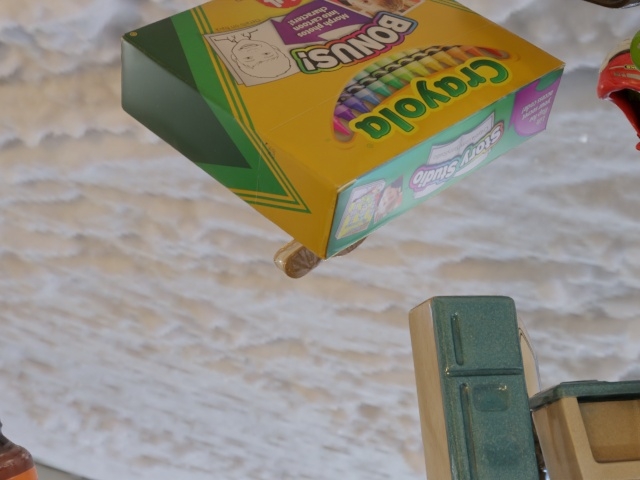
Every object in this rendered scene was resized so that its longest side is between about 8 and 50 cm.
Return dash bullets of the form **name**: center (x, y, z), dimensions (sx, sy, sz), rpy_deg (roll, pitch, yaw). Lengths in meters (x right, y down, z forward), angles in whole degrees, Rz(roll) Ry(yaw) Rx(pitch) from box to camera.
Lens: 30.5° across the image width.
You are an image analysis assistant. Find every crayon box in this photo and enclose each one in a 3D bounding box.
- **crayon box**: center (0.026, -0.167, 1.256), dimensions (0.313, 0.363, 0.106), rpy_deg (36, 138, 29)

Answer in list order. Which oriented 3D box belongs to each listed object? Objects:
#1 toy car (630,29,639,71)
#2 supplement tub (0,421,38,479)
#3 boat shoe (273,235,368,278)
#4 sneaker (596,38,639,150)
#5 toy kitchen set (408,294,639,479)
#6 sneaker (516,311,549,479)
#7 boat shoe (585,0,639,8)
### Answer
- **toy car**: center (0.356, -0.246, 1.005), dimensions (0.149, 0.155, 0.188), rpy_deg (18, 131, 37)
- **supplement tub**: center (-0.257, 0.226, 0.888), dimensions (0.106, 0.198, 0.106), rpy_deg (-15, 180, 0)
- **boat shoe**: center (0.000, 0.000, 1.821), dimensions (0.059, 0.170, 0.063), rpy_deg (23, 133, 52)
- **sneaker**: center (0.492, -0.155, 1.637), dimensions (0.279, 0.118, 0.107), rpy_deg (39, 157, -6)
- **toy kitchen set**: center (0.180, 0.075, 0.656), dimensions (0.207, 0.122, 0.166), rpy_deg (0, 163, -20)
- **sneaker**: center (0.216, 0.178, 1.304), dimensions (0.085, 0.237, 0.086), rpy_deg (-22, 157, 34)
- **boat shoe**: center (0.295, -0.323, 1.293), dimensions (0.104, 0.307, 0.111), rpy_deg (-11, 124, -21)
